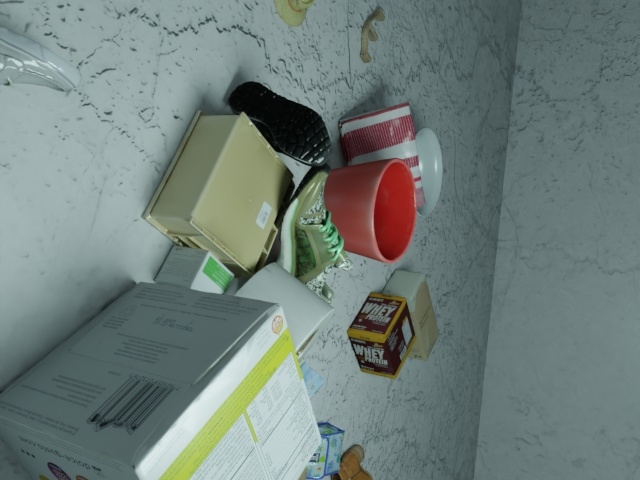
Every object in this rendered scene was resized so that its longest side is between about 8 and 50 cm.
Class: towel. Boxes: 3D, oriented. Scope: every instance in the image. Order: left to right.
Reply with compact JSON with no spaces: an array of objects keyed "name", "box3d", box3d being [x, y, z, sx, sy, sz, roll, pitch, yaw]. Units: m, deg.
[{"name":"towel","box3d":[0.192,-0.229,1.723,0.237,0.037,0.329,-19,112,-14]}]

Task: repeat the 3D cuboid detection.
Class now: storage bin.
[{"name":"storage bin","box3d":[-0.191,-0.088,1.193,0.260,0.123,0.262,49,53,-50]}]

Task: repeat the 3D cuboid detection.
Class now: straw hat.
[{"name":"straw hat","box3d":[-0.048,-0.598,1.402,0.144,0.061,0.144,-11,103,-56]}]

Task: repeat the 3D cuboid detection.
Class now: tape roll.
[{"name":"tape roll","box3d":[-0.107,0.191,1.221,0.246,0.169,0.246,-50,169,-14]}]

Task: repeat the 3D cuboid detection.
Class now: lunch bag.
[{"name":"lunch bag","box3d":[-0.011,0.595,1.609,0.151,0.096,0.129,8,90,-44]}]

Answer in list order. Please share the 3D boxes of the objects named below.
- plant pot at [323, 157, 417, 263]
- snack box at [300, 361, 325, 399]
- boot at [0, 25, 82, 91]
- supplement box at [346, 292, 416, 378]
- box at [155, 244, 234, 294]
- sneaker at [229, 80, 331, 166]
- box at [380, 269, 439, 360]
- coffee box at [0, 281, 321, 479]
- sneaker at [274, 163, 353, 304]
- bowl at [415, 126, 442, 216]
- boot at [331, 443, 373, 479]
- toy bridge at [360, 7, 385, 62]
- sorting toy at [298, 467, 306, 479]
[{"name":"plant pot","box3d":[0.095,-0.085,1.531,0.275,0.243,0.275,-14,106,-57]},{"name":"snack box","box3d":[-0.097,0.383,1.264,0.174,0.070,0.207,-42,173,-41]},{"name":"boot","box3d":[-0.466,-0.234,0.780,0.258,0.095,0.123,22,82,-48]},{"name":"supplement box","box3d":[0.204,0.309,1.866,0.191,0.129,0.194,-53,136,-40]},{"name":"box","box3d":[-0.250,0.075,1.139,0.101,0.102,0.087,53,53,-48]},{"name":"sneaker","box3d":[-0.070,-0.233,1.227,0.107,0.283,0.124,-43,151,-9]},{"name":"box","box3d":[0.327,0.271,2.061,0.148,0.121,0.311,-53,136,-39]},{"name":"coffee box","box3d":[-0.248,0.313,0.955,0.338,0.337,0.334,-48,133,-45]},{"name":"sneaker","box3d":[0.000,0.000,1.334,0.158,0.182,0.410,-71,176,-50]},{"name":"bowl","box3d":[0.302,-0.232,1.940,0.298,0.134,0.298,-11,103,-56]},{"name":"boot","box3d":[0.097,0.773,1.820,0.152,0.073,0.197,-27,105,-55]},{"name":"toy bridge","box3d":[0.155,-0.640,1.750,0.063,0.026,0.188,42,59,-50]},{"name":"sorting toy","box3d":[-0.150,0.701,1.398,0.257,0.089,0.255,5,90,-57]}]
